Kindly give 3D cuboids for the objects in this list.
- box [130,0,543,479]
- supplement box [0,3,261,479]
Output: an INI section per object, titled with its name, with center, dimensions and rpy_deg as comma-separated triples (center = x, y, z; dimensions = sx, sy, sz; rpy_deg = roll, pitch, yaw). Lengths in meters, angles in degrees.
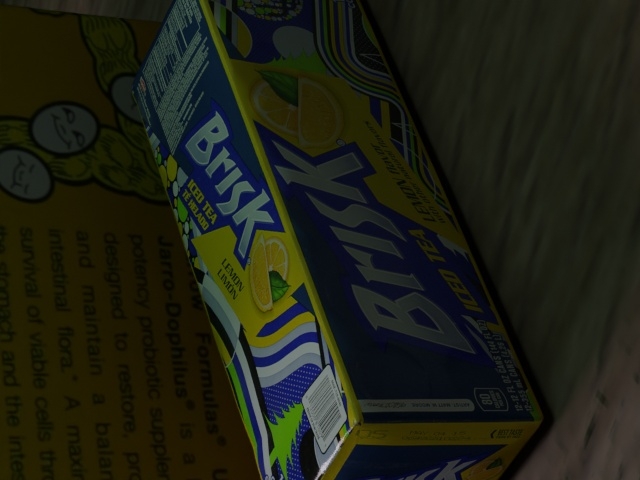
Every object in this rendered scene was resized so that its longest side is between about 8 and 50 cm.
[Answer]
[box]
center = 0.000, 0.000, 0.553
dimensions = 0.054, 0.059, 0.169
rpy_deg = -60, 39, 41
[supplement box]
center = -0.212, 0.039, 0.626
dimensions = 0.194, 0.356, 0.195
rpy_deg = -38, 55, 53
